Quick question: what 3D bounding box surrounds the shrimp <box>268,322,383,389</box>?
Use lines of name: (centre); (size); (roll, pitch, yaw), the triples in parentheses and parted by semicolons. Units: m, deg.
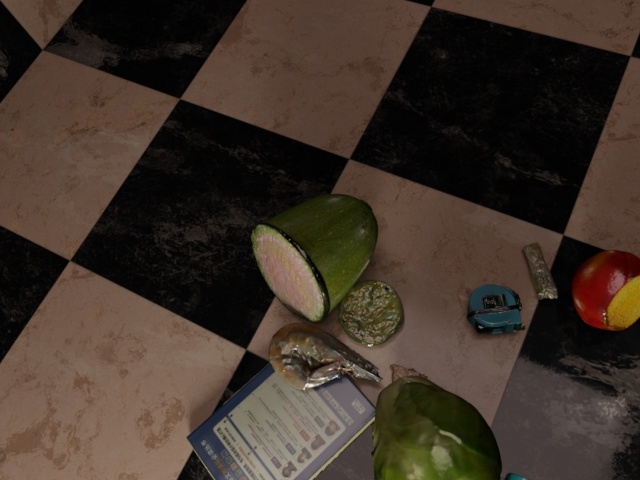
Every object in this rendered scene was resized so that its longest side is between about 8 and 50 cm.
shrimp: (0.004, 0.321, 1.428); (0.316, 0.062, 0.164); (19, 74, 20)

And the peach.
peach: (0.727, 0.126, 1.363); (0.190, 0.190, 0.193); (-1, 51, 9)

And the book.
book: (-0.100, 0.480, 1.425); (0.428, 0.039, 0.300); (-40, 66, -9)

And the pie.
pie: (0.138, 0.198, 1.508); (0.186, 0.041, 0.187); (-3, 66, 7)

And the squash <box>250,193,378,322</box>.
squash: (0.017, 0.017, 1.513); (0.308, 0.310, 0.310); (-34, 64, -30)

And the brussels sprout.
brussels sprout: (0.252, 0.477, 1.241); (0.281, 0.289, 0.355); (-34, 42, 6)

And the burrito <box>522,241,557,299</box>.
burrito: (0.591, 0.083, 1.483); (0.051, 0.042, 0.171); (-15, 63, 14)

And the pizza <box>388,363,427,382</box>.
pizza: (0.230, 0.367, 1.430); (0.099, 0.029, 0.100); (-6, 68, -2)

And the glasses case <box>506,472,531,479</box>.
glasses case: (0.438, 0.692, 1.230); (0.117, 0.070, 0.301); (19, 70, 16)

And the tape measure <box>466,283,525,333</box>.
tape measure: (0.454, 0.180, 1.444); (0.145, 0.081, 0.125); (-7, 55, 6)
